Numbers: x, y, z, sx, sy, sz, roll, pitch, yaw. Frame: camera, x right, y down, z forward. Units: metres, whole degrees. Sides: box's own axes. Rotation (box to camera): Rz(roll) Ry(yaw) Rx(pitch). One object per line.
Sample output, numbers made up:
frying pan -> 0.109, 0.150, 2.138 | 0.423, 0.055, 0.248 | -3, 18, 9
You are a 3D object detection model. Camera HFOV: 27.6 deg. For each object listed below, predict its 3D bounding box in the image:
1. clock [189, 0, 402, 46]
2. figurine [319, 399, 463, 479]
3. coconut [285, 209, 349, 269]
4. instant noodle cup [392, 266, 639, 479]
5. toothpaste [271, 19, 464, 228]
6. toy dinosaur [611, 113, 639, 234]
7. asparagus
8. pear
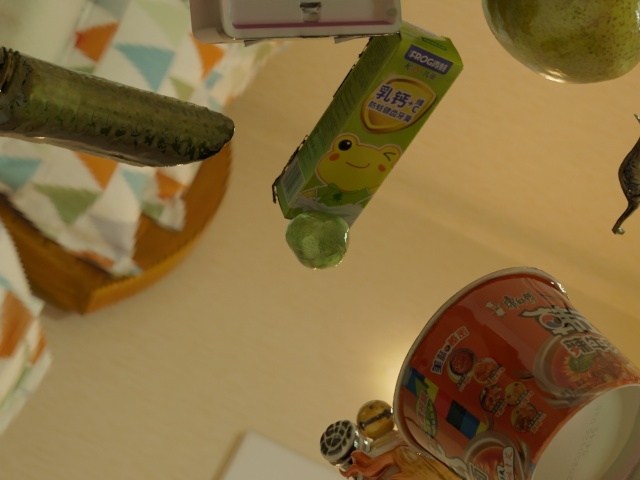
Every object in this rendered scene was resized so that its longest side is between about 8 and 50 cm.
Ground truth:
clock -> -0.024, -0.253, 1.179 | 0.063, 0.197, 0.150 | 3, -80, 55
figurine -> 0.143, 0.375, 1.851 | 0.196, 0.320, 0.323 | -15, -175, -33
coconut -> 0.000, 0.000, 1.796 | 0.087, 0.096, 0.088 | -24, 126, -37
instant noodle cup -> 0.232, 0.181, 1.377 | 0.250, 0.192, 0.250 | -19, 127, -26
toothpaste -> 0.061, -0.154, 1.811 | 0.327, 0.110, 0.077 | -55, -148, 28
toy dinosaur -> 0.370, -0.074, 1.488 | 0.037, 0.058, 0.180 | -89, 178, -56
asparagus -> -0.305, -0.168, 1.768 | 0.128, 0.381, 0.108 | -54, -140, 31
pear -> 0.370, -0.368, 1.915 | 0.294, 0.294, 0.294 | -64, 177, -6
